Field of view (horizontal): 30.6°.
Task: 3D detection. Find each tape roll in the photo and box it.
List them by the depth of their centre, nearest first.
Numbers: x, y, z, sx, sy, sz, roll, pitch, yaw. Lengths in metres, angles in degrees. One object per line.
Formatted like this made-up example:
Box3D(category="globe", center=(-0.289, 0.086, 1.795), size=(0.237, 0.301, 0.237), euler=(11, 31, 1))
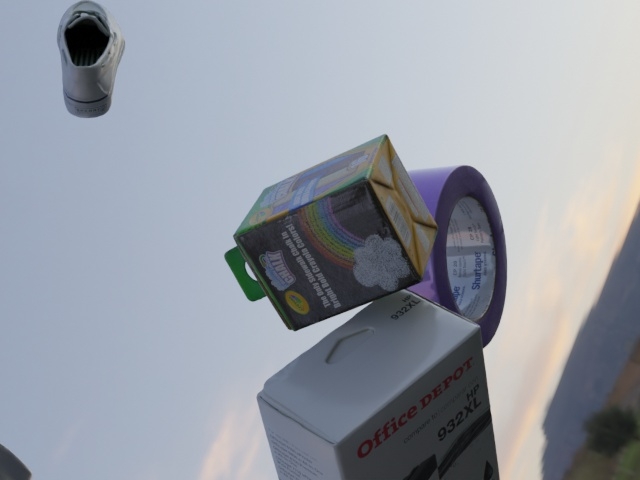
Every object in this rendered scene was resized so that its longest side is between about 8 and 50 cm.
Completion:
Box3D(category="tape roll", center=(0.186, 0.028, 1.728), size=(0.275, 0.090, 0.275), euler=(8, -100, -59))

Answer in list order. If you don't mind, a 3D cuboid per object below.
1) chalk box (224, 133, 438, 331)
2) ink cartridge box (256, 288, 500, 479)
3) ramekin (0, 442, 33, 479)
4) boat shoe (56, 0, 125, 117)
Box3D(category="chalk box", center=(0.000, 0.000, 1.273), size=(0.132, 0.213, 0.132), euler=(60, -155, -18))
Box3D(category="ink cartridge box", center=(0.077, 0.243, 1.289), size=(0.223, 0.129, 0.307), euler=(-35, -50, -29))
Box3D(category="ramekin", center=(-0.480, 0.248, 1.363), size=(0.127, 0.273, 0.273), euler=(-54, -22, -20))
Box3D(category="boat shoe", center=(-0.275, -0.240, 1.409), size=(0.226, 0.083, 0.076), euler=(-108, 19, -46))
